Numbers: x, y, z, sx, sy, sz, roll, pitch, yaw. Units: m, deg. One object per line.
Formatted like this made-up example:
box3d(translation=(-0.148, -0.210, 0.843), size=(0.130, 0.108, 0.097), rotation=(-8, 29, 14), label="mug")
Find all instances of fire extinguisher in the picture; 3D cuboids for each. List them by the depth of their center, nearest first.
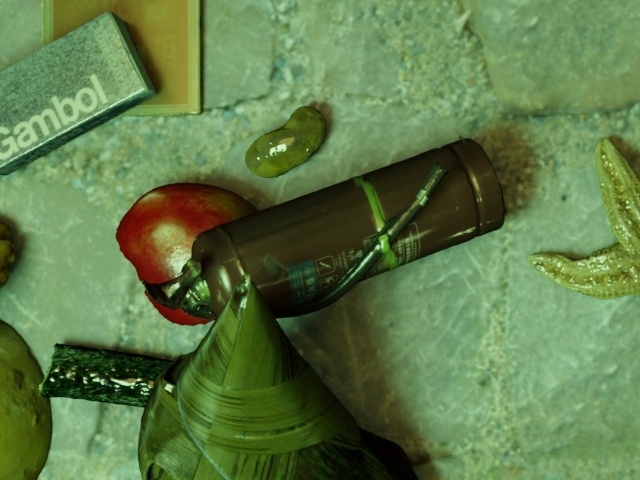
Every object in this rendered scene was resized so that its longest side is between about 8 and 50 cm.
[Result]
box3d(translation=(0.000, 0.000, 1.380), size=(0.341, 0.141, 0.105), rotation=(-21, 65, -14), label="fire extinguisher")

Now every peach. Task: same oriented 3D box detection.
box3d(translation=(-0.120, 0.001, 1.475), size=(0.151, 0.151, 0.118), rotation=(-20, 128, 9), label="peach")

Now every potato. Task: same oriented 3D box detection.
box3d(translation=(-0.031, -0.094, 1.490), size=(0.092, 0.045, 0.046), rotation=(-36, 46, 5), label="potato")
box3d(translation=(-0.374, 0.178, 1.491), size=(0.178, 0.158, 0.203), rotation=(6, 93, 12), label="potato")

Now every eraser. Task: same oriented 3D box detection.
box3d(translation=(-0.275, -0.140, 1.521), size=(0.212, 0.046, 0.092), rotation=(-27, 84, 11), label="eraser")

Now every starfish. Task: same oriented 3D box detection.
box3d(translation=(0.317, 0.009, 1.424), size=(0.235, 0.062, 0.277), rotation=(13, 94, 16), label="starfish")

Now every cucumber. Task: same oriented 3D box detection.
box3d(translation=(-0.173, 0.143, 1.503), size=(0.214, 0.052, 0.058), rotation=(8, 119, 10), label="cucumber")

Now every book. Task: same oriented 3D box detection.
box3d(translation=(-0.203, -0.245, 1.541), size=(0.170, 0.018, 0.242), rotation=(0, 89, 11), label="book")

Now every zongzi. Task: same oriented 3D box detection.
box3d(translation=(-0.008, 0.165, 1.346), size=(0.286, 0.138, 0.300), rotation=(26, 137, -3), label="zongzi")

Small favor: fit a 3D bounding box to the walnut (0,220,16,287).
box3d(translation=(-0.379, 0.037, 1.507), size=(0.143, 0.170, 0.069), rotation=(6, 131, 8), label="walnut")
